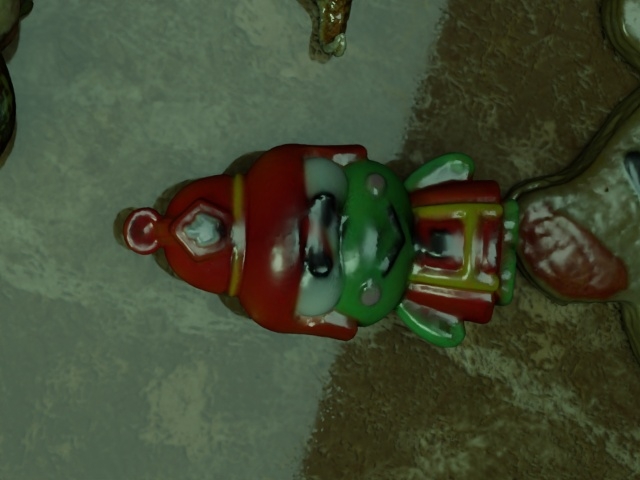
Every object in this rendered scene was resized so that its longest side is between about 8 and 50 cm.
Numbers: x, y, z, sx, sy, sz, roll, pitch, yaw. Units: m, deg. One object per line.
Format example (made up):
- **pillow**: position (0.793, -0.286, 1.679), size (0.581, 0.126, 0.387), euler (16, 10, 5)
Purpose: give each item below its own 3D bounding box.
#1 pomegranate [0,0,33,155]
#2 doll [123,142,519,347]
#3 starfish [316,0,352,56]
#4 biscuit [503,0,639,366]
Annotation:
- **pomegranate**: position (-0.340, -0.157, 1.123), size (0.276, 0.204, 0.222), euler (-35, 118, -7)
- **doll**: position (0.000, 0.000, 1.229), size (0.363, 0.160, 0.183), euler (4, 90, -10)
- **starfish**: position (0.022, -0.334, 1.253), size (0.303, 0.113, 0.312), euler (7, 87, -12)
- **biscuit**: position (0.384, -0.071, 1.356), size (0.368, 0.076, 0.394), euler (38, 84, -12)
